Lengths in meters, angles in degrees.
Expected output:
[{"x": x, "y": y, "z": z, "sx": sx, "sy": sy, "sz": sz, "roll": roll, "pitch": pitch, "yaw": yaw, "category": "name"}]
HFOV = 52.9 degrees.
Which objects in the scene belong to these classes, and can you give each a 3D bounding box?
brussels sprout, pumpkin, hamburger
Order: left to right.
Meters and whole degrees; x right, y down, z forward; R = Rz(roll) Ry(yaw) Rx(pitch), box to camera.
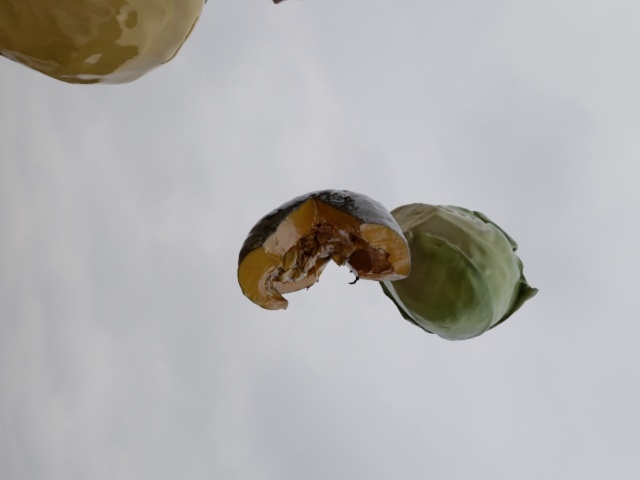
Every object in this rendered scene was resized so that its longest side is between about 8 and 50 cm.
[{"x": -0.126, "y": -0.161, "z": 0.331, "sx": 0.115, "sy": 0.162, "sz": 0.162, "roll": -76, "pitch": -169, "yaw": -45, "category": "hamburger"}, {"x": 0.000, "y": 0.000, "z": 0.709, "sx": 0.119, "sy": 0.183, "sz": 0.107, "roll": 74, "pitch": 7, "yaw": -46, "category": "pumpkin"}, {"x": 0.221, "y": 0.052, "z": 1.130, "sx": 0.227, "sy": 0.294, "sz": 0.259, "roll": -52, "pitch": -149, "yaw": -13, "category": "brussels sprout"}]

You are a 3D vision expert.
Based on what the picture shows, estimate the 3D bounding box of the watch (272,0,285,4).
[{"x": -0.025, "y": -0.439, "z": 0.805, "sx": 0.253, "sy": 0.162, "sz": 0.241, "roll": -50, "pitch": 180, "yaw": 13, "category": "watch"}]
